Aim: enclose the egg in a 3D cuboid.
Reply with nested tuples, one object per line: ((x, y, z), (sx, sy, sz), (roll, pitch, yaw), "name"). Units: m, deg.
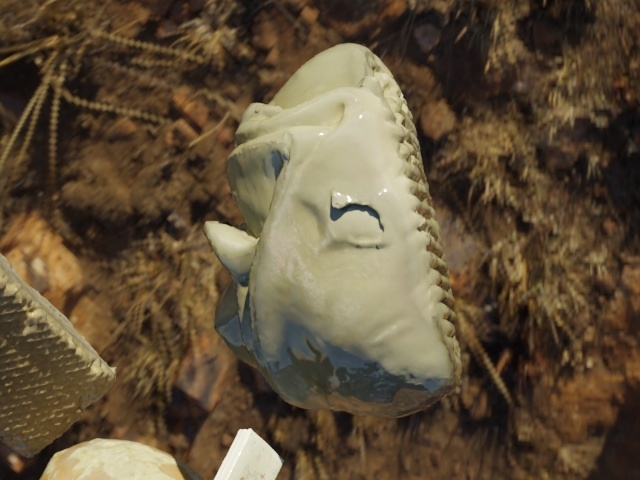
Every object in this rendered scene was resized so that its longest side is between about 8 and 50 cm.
((-0.195, 0.313, 1.438), (0.245, 0.203, 0.203), (45, 113, 10), "egg")

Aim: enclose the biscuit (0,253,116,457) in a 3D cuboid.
((-0.338, 0.078, 1.345), (0.144, 0.426, 0.078), (-40, 57, -7), "biscuit")

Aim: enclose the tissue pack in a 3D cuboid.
((-0.075, 0.228, 1.247), (0.023, 0.108, 0.056), (-5, 138, 41), "tissue pack")

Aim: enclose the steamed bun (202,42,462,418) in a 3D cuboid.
((0.000, 0.003, 1.278), (0.219, 0.310, 0.324), (-15, 108, 7), "steamed bun")
